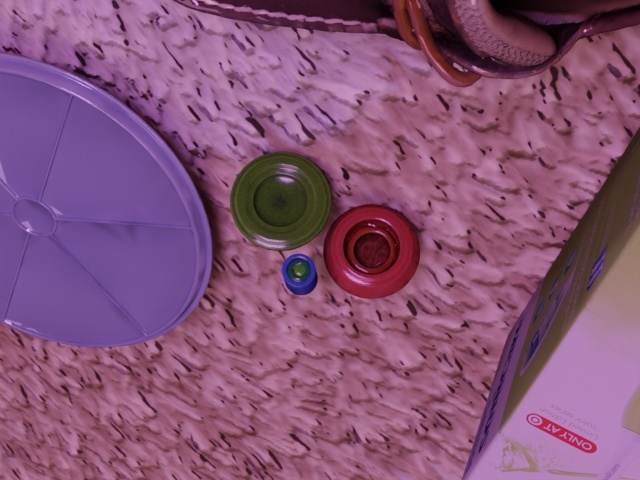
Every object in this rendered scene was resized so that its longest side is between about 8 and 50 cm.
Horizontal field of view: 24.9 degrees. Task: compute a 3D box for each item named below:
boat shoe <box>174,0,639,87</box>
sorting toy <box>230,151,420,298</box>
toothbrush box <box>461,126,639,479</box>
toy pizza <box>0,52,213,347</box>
[{"bbox_3d":[0.066,-0.124,0.541,0.342,0.123,0.123,0,130,23],"label":"boat shoe"},{"bbox_3d":[0.000,0.000,0.741,0.102,0.061,0.042,29,170,7],"label":"sorting toy"},{"bbox_3d":[0.212,0.042,0.631,0.206,0.122,0.283,26,136,1],"label":"toothbrush box"},{"bbox_3d":[-0.150,-0.022,0.794,0.201,0.032,0.201,12,132,13],"label":"toy pizza"}]
